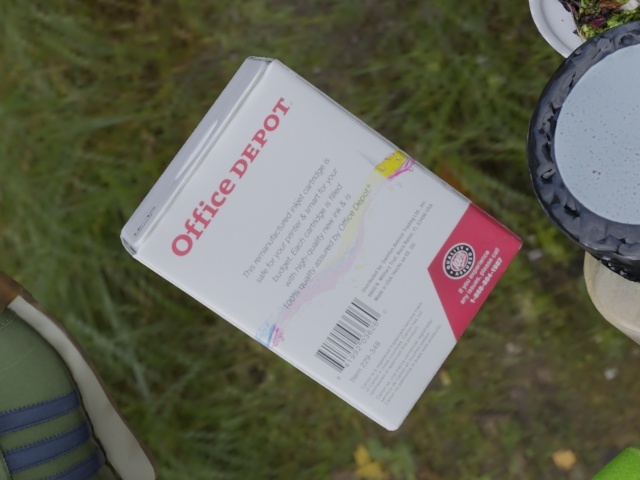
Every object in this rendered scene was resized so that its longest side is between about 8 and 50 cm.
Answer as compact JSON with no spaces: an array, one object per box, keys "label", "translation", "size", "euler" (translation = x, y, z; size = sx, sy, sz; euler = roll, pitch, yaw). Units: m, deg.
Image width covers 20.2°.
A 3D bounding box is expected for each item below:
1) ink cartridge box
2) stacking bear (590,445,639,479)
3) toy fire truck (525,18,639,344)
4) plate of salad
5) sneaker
[{"label":"ink cartridge box","translation":[0.000,0.000,1.698],"size":[0.306,0.226,0.131],"euler":[36,178,-14]},{"label":"stacking bear","translation":[0.215,0.144,0.883],"size":[0.175,0.164,0.289],"euler":[39,87,31]},{"label":"toy fire truck","translation":[0.190,-0.051,0.374],"size":[0.246,0.158,0.217],"euler":[19,83,31]},{"label":"plate of salad","translation":[0.357,-0.294,2.214],"size":[0.200,0.200,0.048],"euler":[55,159,18]},{"label":"sneaker","translation":[-0.116,0.079,0.625],"size":[0.064,0.086,0.192],"euler":[6,149,24]}]
